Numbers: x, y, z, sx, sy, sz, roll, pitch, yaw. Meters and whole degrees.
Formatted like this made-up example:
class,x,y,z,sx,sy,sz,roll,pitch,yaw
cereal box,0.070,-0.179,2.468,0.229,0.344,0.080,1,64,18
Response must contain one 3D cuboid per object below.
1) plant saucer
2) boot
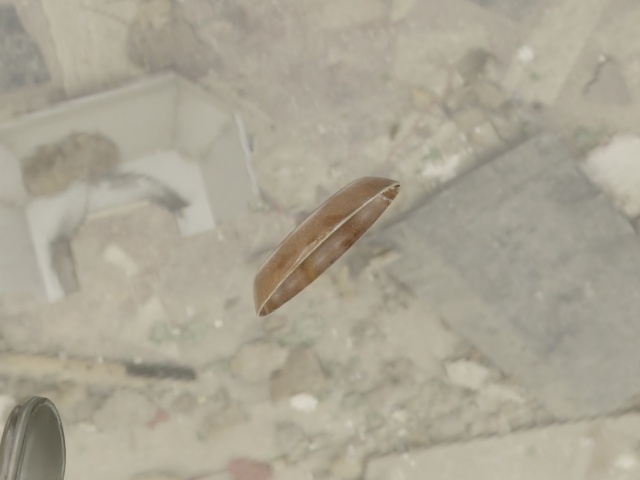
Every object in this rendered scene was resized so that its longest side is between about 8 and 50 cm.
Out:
class,x,y,z,sx,sy,sz,roll,pitch,yaw
plant saucer,0.000,0.000,1.259,0.168,0.029,0.168,-42,171,-8
boot,-0.363,0.238,1.323,0.091,0.229,0.263,10,97,-71
